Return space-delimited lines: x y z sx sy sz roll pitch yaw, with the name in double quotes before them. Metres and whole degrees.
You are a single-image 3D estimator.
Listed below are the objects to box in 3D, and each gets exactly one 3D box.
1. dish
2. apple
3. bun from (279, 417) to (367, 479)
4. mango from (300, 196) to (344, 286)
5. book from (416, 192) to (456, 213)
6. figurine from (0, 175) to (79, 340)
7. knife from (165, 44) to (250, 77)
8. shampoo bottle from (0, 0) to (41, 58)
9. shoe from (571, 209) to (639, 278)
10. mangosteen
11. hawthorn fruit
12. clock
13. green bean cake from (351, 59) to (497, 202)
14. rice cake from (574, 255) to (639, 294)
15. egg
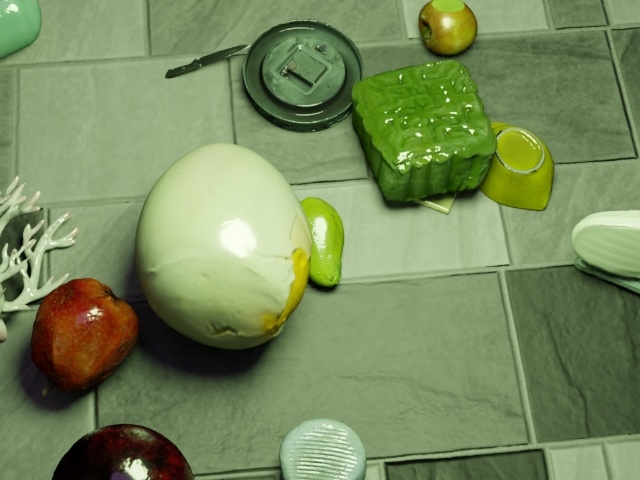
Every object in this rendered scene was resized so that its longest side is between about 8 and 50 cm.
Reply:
"dish" 0.346 -0.150 1.866 0.148 0.080 0.208 -32 72 -16
"apple" 0.240 -0.404 1.966 0.102 0.099 0.114 -16 42 -18
"bun" 0.004 0.348 1.631 0.140 0.083 0.141 -1 75 3
"mango" 0.000 0.000 1.788 0.091 0.074 0.165 -11 67 -9
"book" 0.191 -0.100 1.872 0.111 0.014 0.077 21 67 7
"figurine" -0.580 0.022 1.698 0.315 0.206 0.284 21 78 2
"knife" -0.211 -0.337 1.945 0.170 0.010 0.023 -18 63 5
"shampoo bottle" -0.674 -0.364 1.886 0.349 0.151 0.222 -31 65 -14
"shoe" 0.604 -0.018 1.782 0.363 0.132 0.160 12 45 -5
"mangosteen" -0.299 0.389 1.504 0.228 0.265 0.228 4 103 18
"hawthorn fruit" -0.383 0.148 1.667 0.173 0.179 0.173 21 30 -13
"clock" -0.031 -0.306 1.939 0.226 0.049 0.226 1 66 -3
"green bean cake" 0.182 -0.194 1.840 0.222 0.125 0.248 -12 57 -8
"rice cake" 0.539 0.072 1.798 0.207 0.033 0.033 23 78 7
"egg" -0.156 0.001 1.675 0.283 0.283 0.345 -3 54 -3
